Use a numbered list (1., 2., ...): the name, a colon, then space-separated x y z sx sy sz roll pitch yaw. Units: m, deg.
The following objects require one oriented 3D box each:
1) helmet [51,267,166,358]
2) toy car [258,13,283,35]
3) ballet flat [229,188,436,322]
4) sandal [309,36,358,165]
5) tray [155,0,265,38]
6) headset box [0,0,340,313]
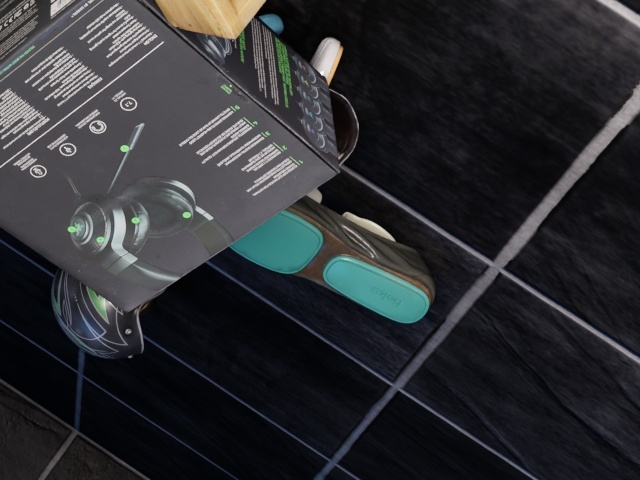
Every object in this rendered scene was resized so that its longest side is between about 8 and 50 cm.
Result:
1. helmet: -0.306 0.085 2.163 0.169 0.161 0.169 29 157 13
2. toy car: -0.094 -0.150 1.397 0.136 0.182 0.159 18 175 -3
3. ballet flat: 0.000 0.000 1.609 0.280 0.096 0.095 29 128 -21
4. sandal: -0.001 -0.103 1.438 0.076 0.102 0.265 25 160 -5
5. tray: -0.108 -0.347 0.957 0.076 0.203 0.411 17 152 36
6. headset box: -0.155 -0.099 1.224 0.246 0.131 0.283 -34 129 24
